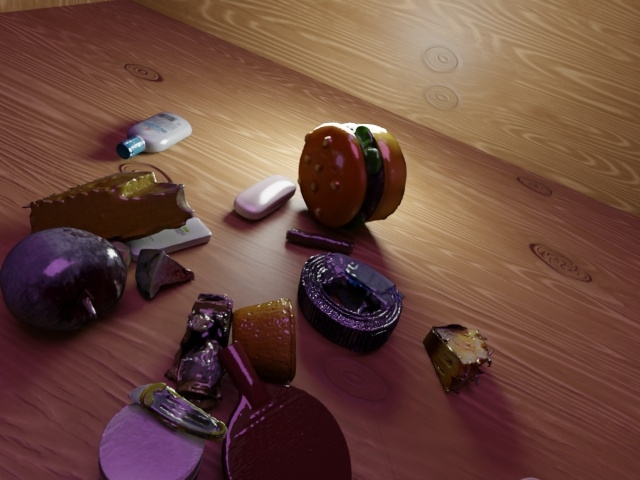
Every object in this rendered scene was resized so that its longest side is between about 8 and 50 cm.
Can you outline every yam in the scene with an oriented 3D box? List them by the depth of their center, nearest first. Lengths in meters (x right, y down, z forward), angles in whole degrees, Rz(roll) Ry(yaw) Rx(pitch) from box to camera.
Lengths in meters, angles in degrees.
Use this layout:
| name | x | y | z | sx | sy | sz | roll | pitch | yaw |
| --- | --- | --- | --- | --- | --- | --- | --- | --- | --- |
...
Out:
| name | x | y | z | sx | sy | sz | roll | pitch | yaw |
| --- | --- | --- | --- | --- | --- | --- | --- | --- | --- |
| yam | 0.000 | 0.000 | 1.549 | 0.241 | 0.056 | 0.056 | 12 | 38 | -8 |

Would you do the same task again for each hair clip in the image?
| name | x | y | z | sx | sy | sz | roll | pitch | yaw |
| --- | --- | --- | --- | --- | --- | --- | --- | --- | --- |
| hair clip | -0.251 | 0.309 | 0.816 | 0.188 | 0.033 | 0.060 | 25 | 37 | 10 |

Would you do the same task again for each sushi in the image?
| name | x | y | z | sx | sy | sz | roll | pitch | yaw |
| --- | --- | --- | --- | --- | --- | --- | --- | --- | --- |
| sushi | -0.280 | 0.248 | 1.058 | 0.139 | 0.131 | 0.291 | 10 | 48 | -12 |

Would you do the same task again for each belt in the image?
| name | x | y | z | sx | sy | sz | roll | pitch | yaw |
| --- | --- | --- | --- | --- | --- | --- | --- | --- | --- |
| belt | 0.080 | 0.169 | 1.323 | 0.325 | 0.122 | 0.260 | 37 | 47 | 26 |

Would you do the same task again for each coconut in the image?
| name | x | y | z | sx | sy | sz | roll | pitch | yaw |
| --- | --- | --- | --- | --- | --- | --- | --- | --- | --- |
| coconut | -0.553 | 0.051 | 1.218 | 0.083 | 0.082 | 0.081 | -19 | 26 | 1 |

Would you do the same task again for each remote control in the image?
| name | x | y | z | sx | sy | sz | roll | pitch | yaw |
| --- | --- | --- | --- | --- | --- | --- | --- | --- | --- |
| remote control | -0.460 | -0.008 | 1.369 | 0.250 | 0.034 | 0.103 | -21 | 52 | -40 |

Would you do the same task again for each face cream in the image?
| name | x | y | z | sx | sy | sz | roll | pitch | yaw |
| --- | --- | --- | --- | --- | --- | --- | --- | --- | --- |
| face cream | -0.308 | 0.402 | 0.831 | 0.177 | 0.153 | 0.177 | 11 | 39 | -9 |
| face cream | -0.646 | -0.401 | 1.741 | 0.163 | 0.080 | 0.336 | 25 | 38 | 5 |

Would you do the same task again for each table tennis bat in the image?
| name | x | y | z | sx | sy | sz | roll | pitch | yaw |
| --- | --- | --- | --- | --- | --- | --- | --- | --- | --- |
| table tennis bat | -0.092 | 0.396 | 0.929 | 0.268 | 0.051 | 0.414 | -22 | 71 | -39 |

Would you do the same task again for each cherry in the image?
| name | x | y | z | sx | sy | sz | roll | pitch | yaw |
| --- | --- | --- | --- | --- | --- | --- | --- | --- | --- |
| cherry | -0.591 | 0.086 | 1.050 | 0.296 | 0.218 | 0.255 | 26 | 39 | 31 |

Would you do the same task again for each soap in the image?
| name | x | y | z | sx | sy | sz | roll | pitch | yaw |
| --- | --- | --- | --- | --- | --- | --- | --- | --- | --- |
| soap | -0.574 | -0.065 | 1.229 | 0.304 | 0.169 | 0.339 | 7 | 28 | 31 |

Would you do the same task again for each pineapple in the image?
| name | x | y | z | sx | sy | sz | roll | pitch | yaw |
| --- | --- | --- | --- | --- | --- | --- | --- | --- | --- |
| pineapple | 0.388 | 0.320 | 1.296 | 0.186 | 0.114 | 0.236 | 30 | 28 | 14 |

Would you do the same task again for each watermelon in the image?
| name | x | y | z | sx | sy | sz | roll | pitch | yaw |
| --- | --- | --- | --- | --- | --- | --- | --- | --- | --- |
| watermelon | -0.430 | 0.066 | 1.237 | 0.098 | 0.121 | 0.158 | 19 | 27 | 37 |

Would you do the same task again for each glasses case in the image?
| name | x | y | z | sx | sy | sz | roll | pitch | yaw |
| --- | --- | --- | --- | --- | --- | --- | --- | --- | --- |
| glasses case | -0.196 | -0.162 | 1.646 | 0.113 | 0.075 | 0.297 | 32 | 40 | 15 |

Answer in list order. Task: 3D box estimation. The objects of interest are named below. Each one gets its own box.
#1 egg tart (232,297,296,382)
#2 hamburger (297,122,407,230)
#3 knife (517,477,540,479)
| name | x | y | z | sx | sy | sz | roll | pitch | yaw |
| --- | --- | --- | --- | --- | --- | --- | --- | --- | --- |
| egg tart | -0.135 | 0.242 | 1.091 | 0.147 | 0.202 | 0.202 | -3 | 41 | -9 |
| hamburger | 0.095 | -0.227 | 1.617 | 0.278 | 0.395 | 0.395 | -9 | 45 | -34 |
| knife | 0.364 | 0.587 | 1.006 | 0.336 | 0.043 | 0.081 | 1 | 47 | -14 |
